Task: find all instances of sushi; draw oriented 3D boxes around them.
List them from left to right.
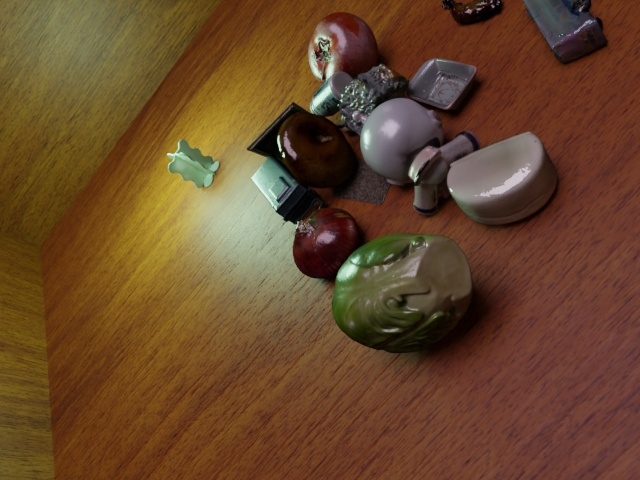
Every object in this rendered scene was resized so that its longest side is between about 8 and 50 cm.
[{"bbox_3d":[0.163,-0.439,1.599,0.139,0.184,0.274,48,140,20],"label":"sushi"}]

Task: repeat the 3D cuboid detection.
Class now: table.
[{"bbox_3d":[-0.593,-0.349,2.270,0.166,0.198,0.166,-23,53,33],"label":"table"}]

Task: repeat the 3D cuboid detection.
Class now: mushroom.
[{"bbox_3d":[-0.018,-0.279,1.664,0.267,0.254,0.267,3,43,-3],"label":"mushroom"}]

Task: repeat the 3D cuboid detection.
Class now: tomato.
[{"bbox_3d":[0.088,-0.679,1.796,0.270,0.227,0.270,28,127,45],"label":"tomato"}]

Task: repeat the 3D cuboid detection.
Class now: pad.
[{"bbox_3d":[0.144,-0.202,1.633,0.235,0.003,0.158,14,76,47],"label":"pad"}]

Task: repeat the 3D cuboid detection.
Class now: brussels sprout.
[{"bbox_3d":[0.197,0.114,1.171,0.354,0.289,0.281,-40,38,57],"label":"brussels sprout"}]

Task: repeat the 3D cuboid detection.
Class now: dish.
[{"bbox_3d":[0.373,-0.479,1.539,0.154,0.064,0.234,-54,43,4],"label":"dish"}]

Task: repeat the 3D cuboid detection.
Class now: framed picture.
[{"bbox_3d":[-0.108,-0.370,1.783,0.232,0.296,0.019,-42,72,18],"label":"framed picture"}]

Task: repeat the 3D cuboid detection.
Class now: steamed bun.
[{"bbox_3d":[0.441,-0.135,1.206,0.241,0.146,0.164,-21,51,31],"label":"steamed bun"}]

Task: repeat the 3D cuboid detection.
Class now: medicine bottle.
[{"bbox_3d":[0.038,-0.502,1.735,0.191,0.107,0.107,-22,49,61],"label":"medicine bottle"}]

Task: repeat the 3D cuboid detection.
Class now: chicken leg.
[{"bbox_3d":[0.479,-0.764,1.623,0.106,0.051,0.253,-51,41,-2],"label":"chicken leg"}]

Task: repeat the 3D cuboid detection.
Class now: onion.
[{"bbox_3d":[0.008,0.007,1.535,0.248,0.161,0.248,-3,85,45],"label":"onion"}]

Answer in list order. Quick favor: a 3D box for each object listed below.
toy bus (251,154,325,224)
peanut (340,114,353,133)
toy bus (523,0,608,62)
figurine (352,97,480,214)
[{"bbox_3d":[-0.117,-0.174,1.741,0.138,0.167,0.275,-49,43,9],"label":"toy bus"},{"bbox_3d":[0.130,-0.467,1.747,0.187,0.082,0.082,-55,42,4],"label":"peanut"},{"bbox_3d":[0.646,-0.620,1.338,0.138,0.112,0.317,-31,47,32],"label":"toy bus"},{"bbox_3d":[0.259,-0.271,1.411,0.253,0.211,0.361,-47,44,11],"label":"figurine"}]
